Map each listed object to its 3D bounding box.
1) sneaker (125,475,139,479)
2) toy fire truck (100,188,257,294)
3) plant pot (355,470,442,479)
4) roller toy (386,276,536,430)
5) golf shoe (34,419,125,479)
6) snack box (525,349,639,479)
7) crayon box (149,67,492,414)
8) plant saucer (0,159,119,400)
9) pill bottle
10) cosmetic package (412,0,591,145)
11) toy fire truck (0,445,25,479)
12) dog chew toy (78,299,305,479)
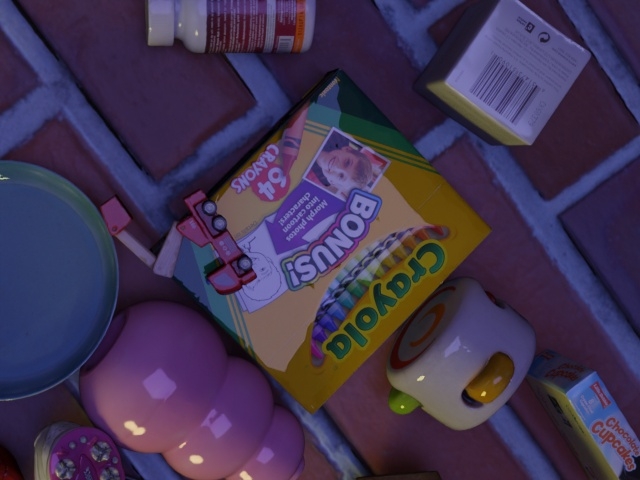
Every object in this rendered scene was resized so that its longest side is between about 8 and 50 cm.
[{"bbox_3d":[-0.236,0.384,1.729,0.234,0.097,0.084,19,85,-8],"label":"sneaker"},{"bbox_3d":[-0.185,0.002,1.635,0.135,0.047,0.192,-32,98,-4],"label":"toy fire truck"},{"bbox_3d":[0.116,0.456,1.759,0.237,0.237,0.254,-4,80,-10],"label":"plant pot"},{"bbox_3d":[0.202,0.160,1.747,0.146,0.209,0.191,37,50,-12],"label":"roller toy"},{"bbox_3d":[-0.313,0.378,1.668,0.115,0.140,0.306,-13,106,-32],"label":"golf shoe"},{"bbox_3d":[0.420,0.315,1.804,0.060,0.187,0.322,-34,100,-6],"label":"snack box"},{"bbox_3d":[0.000,0.000,1.743,0.363,0.106,0.313,-45,100,-3],"label":"crayon box"},{"bbox_3d":[-0.421,0.053,1.671,0.317,0.044,0.318,0,86,3],"label":"plant saucer"},{"bbox_3d":[-0.123,-0.313,1.690,0.221,0.121,0.121,-1,95,-10],"label":"pill bottle"},{"bbox_3d":[0.246,-0.232,1.731,0.151,0.183,0.151,35,88,-11],"label":"cosmetic package"},{"bbox_3d":[-0.445,0.398,1.689,0.246,0.158,0.217,27,95,-31],"label":"toy fire truck"},{"bbox_3d":[-0.158,0.227,1.694,0.332,0.206,0.207,37,87,-19],"label":"dog chew toy"}]
